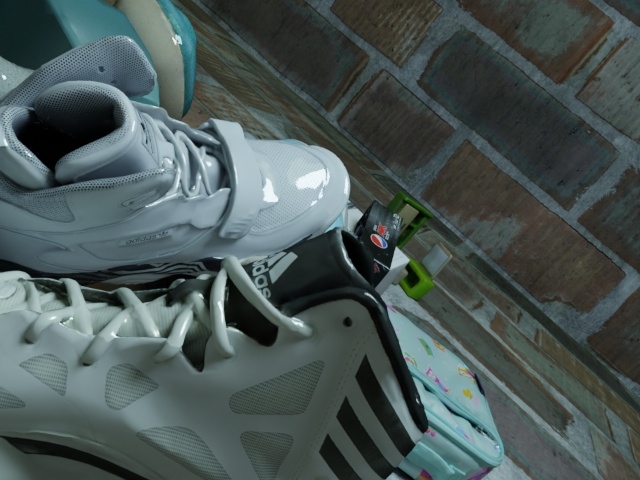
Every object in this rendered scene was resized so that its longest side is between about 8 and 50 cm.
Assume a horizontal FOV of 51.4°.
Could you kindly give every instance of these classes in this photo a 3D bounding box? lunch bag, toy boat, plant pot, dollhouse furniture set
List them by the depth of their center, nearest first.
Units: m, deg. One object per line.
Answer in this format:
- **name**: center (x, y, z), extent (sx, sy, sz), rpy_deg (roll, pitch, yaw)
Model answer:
- **lunch bag**: center (0.104, 0.188, 0.844), extent (0.279, 0.108, 0.224), rpy_deg (36, 15, -13)
- **plant pot**: center (-0.318, -0.211, 0.858), extent (0.166, 0.165, 0.234), rpy_deg (20, 24, -52)
- **toy boat**: center (-0.228, -0.236, 1.082), extent (0.318, 0.148, 0.267), rpy_deg (60, -26, 8)
- **dollhouse furniture set**: center (0.125, -0.028, 1.417), extent (0.302, 0.151, 0.197), rpy_deg (29, 19, -35)

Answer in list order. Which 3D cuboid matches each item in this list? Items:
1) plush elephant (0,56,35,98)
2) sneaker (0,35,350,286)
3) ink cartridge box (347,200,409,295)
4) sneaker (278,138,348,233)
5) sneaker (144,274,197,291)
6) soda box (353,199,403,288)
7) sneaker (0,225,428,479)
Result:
- **plush elephant**: center (-0.342, -0.189, 0.512), extent (0.272, 0.255, 0.330), rpy_deg (14, 28, -1)
- **sneaker**: center (-0.113, -0.054, 0.561), extent (0.366, 0.210, 0.137), rpy_deg (-9, 71, -25)
- **ink cartridge box**: center (0.000, 0.000, 1.080), extent (0.237, 0.100, 0.172), rpy_deg (45, 31, 18)
- **sneaker**: center (-0.031, -0.063, 0.873), extent (0.366, 0.135, 0.150), rpy_deg (-109, -176, -51)
- **sneaker**: center (-0.079, 0.099, 0.712), extent (0.341, 0.125, 0.139), rpy_deg (53, -1, 33)
- **soda box**: center (0.078, 0.005, 0.995), extent (0.060, 0.053, 0.169), rpy_deg (33, 30, -4)
- **sneaker**: center (-0.115, 0.047, 0.441), extent (0.448, 0.257, 0.169), rpy_deg (34, 17, -21)
